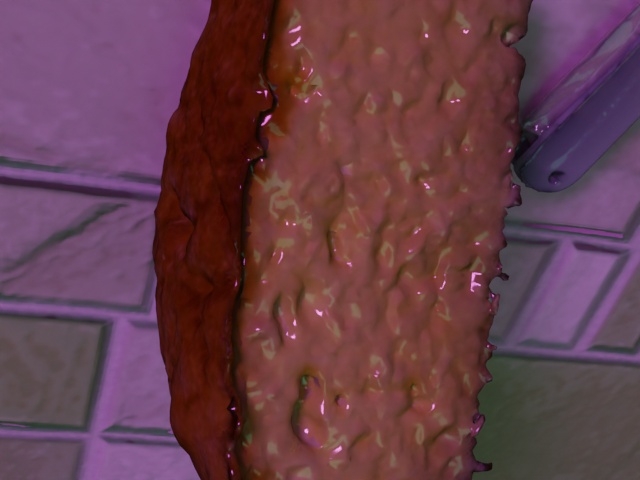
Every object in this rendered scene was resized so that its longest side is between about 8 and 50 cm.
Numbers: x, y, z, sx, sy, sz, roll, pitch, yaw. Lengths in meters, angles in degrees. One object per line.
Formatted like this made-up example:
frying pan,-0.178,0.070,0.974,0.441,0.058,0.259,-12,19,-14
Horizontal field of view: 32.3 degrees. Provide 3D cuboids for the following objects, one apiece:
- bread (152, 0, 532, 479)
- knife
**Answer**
bread,-0.004,-0.007,0.456,0.129,0.134,0.260,5,98,-33
knife,0.142,-0.084,0.495,0.044,0.023,0.162,25,123,-24
